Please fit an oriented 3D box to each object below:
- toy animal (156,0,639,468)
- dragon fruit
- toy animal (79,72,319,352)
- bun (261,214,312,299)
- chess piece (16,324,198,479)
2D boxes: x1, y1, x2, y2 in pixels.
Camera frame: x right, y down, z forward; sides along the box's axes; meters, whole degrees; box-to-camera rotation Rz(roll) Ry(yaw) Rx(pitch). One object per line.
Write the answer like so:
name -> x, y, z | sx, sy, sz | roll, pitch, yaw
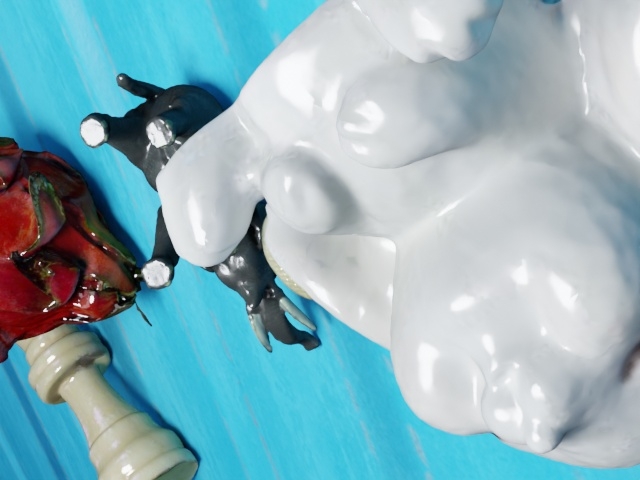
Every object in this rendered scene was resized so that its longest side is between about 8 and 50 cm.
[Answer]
toy animal -> 0.094, -0.015, 0.518 | 0.265, 0.206, 0.271 | 45, 130, -2
dragon fruit -> -0.305, 0.022, 1.095 | 0.293, 0.234, 0.234 | 31, 145, 4
toy animal -> -0.081, -0.008, 0.824 | 0.082, 0.137, 0.270 | -25, 100, 20
bun -> 0.000, 0.000, 0.780 | 0.086, 0.055, 0.086 | 26, 141, 23
chess piece -> -0.305, 0.150, 1.302 | 0.397, 0.117, 0.117 | 49, 148, 19
